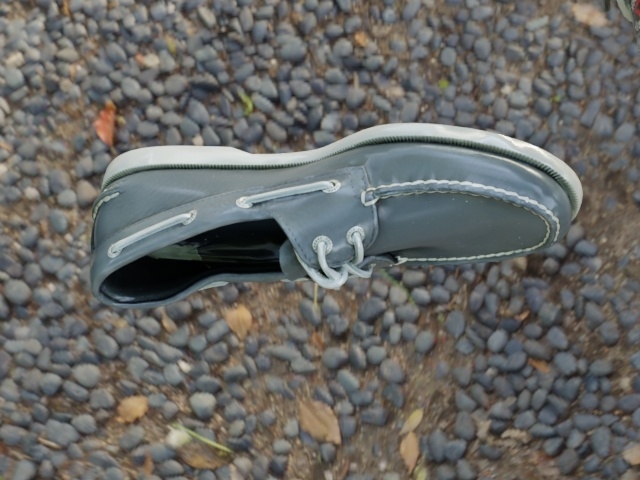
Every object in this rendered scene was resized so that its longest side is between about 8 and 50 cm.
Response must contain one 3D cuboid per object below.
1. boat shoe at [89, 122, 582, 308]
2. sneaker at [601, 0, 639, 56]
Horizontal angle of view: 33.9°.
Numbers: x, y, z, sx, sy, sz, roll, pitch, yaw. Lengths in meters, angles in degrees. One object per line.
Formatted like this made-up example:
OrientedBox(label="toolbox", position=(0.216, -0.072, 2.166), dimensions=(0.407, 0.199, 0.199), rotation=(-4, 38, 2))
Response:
OrientedBox(label="boat shoe", position=(0.000, 0.000, 0.662), dimensions=(0.320, 0.116, 0.099), rotation=(0, 52, 17))
OrientedBox(label="sneaker", position=(0.186, -0.152, 0.501), dimensions=(0.146, 0.122, 0.330), rotation=(-26, 64, -25))
